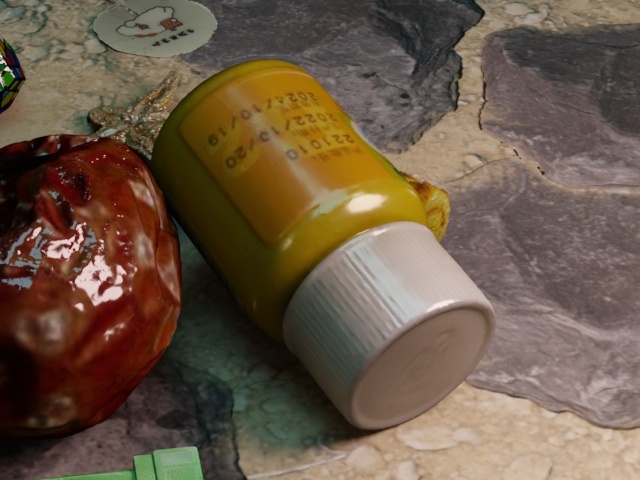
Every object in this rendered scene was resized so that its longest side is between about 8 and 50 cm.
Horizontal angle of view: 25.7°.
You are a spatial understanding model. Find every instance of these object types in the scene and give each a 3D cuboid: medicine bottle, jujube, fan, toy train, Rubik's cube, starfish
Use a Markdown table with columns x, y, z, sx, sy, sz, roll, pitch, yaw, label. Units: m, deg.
| x | y | z | sx | sy | sz | roll | pitch | yaw | label |
| --- | --- | --- | --- | --- | --- | --- | --- | --- | --- |
| 0.000 | 0.000 | 1.487 | 0.224 | 0.224 | 0.384 | -20 | 53 | -27 | medicine bottle |
| -0.279 | 0.039 | 1.423 | 0.277 | 0.276 | 0.376 | -1 | 34 | -4 | jujube |
| -0.299 | -0.361 | 2.187 | 0.191 | 0.009 | 0.329 | -30 | 49 | -34 | fan |
| -0.219 | 0.252 | 1.284 | 0.251 | 0.085 | 0.119 | -4 | 30 | -11 | toy train |
| -0.469 | -0.226 | 1.906 | 0.133 | 0.133 | 0.111 | 4 | 62 | 3 | Rubik's cube |
| -0.233 | -0.135 | 1.846 | 0.231 | 0.048 | 0.295 | 23 | 42 | 27 | starfish |

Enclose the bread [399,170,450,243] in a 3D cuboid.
| x | y | z | sx | sy | sz | roll | pitch | yaw | label |
| --- | --- | --- | --- | --- | --- | --- | --- | --- | --- |
| 0.054 | -0.038 | 1.675 | 0.172 | 0.103 | 0.132 | 21 | 33 | 31 | bread |
